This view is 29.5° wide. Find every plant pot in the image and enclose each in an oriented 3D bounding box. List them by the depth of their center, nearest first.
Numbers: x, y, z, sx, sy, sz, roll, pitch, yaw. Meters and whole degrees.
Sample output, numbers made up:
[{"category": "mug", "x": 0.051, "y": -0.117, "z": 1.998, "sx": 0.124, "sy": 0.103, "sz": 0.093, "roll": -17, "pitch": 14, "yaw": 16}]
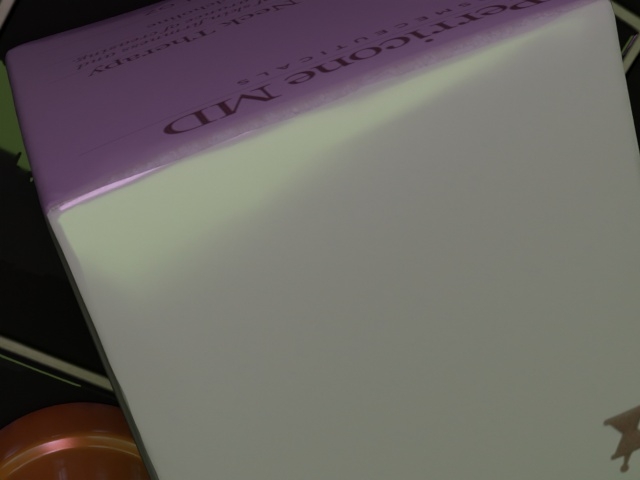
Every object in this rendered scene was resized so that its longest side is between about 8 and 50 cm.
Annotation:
[{"category": "plant pot", "x": -0.195, "y": 0.268, "z": 1.008, "sx": 0.205, "sy": 0.188, "sz": 0.205, "roll": -6, "pitch": 112, "yaw": -15}]

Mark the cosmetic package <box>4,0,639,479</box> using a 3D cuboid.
[{"category": "cosmetic package", "x": 0.000, "y": 0.000, "z": 0.851, "sx": 0.329, "sy": 0.393, "sz": 0.327, "roll": -21, "pitch": 115, "yaw": -9}]
